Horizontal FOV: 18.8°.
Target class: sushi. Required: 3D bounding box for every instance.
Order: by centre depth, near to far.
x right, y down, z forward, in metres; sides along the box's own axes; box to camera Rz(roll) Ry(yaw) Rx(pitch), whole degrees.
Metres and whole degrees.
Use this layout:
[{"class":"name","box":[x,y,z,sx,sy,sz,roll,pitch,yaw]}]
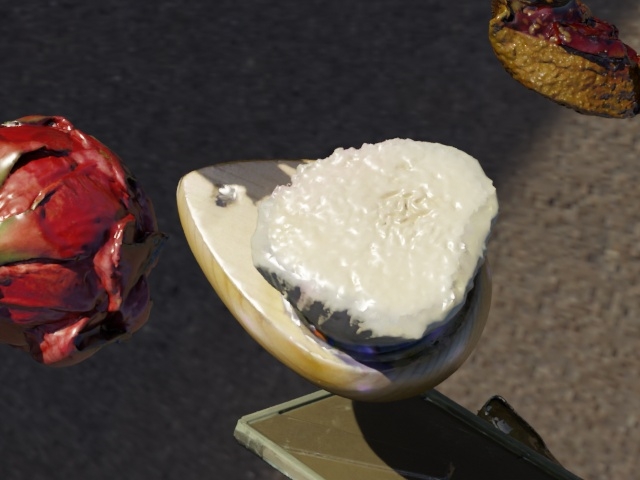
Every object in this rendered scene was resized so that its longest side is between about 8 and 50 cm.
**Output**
[{"class":"sushi","box":[0.122,-0.092,0.928,0.099,0.050,0.047,17,123,-15]}]

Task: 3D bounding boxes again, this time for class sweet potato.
[{"class":"sweet potato","box":[0.269,0.289,2.148,0.112,0.286,0.085,-28,148,-35]}]

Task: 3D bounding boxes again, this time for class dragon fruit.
[{"class":"dragon fruit","box":[-0.261,0.013,1.676,0.293,0.234,0.233,-44,117,-54]}]

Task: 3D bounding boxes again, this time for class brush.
[{"class":"brush","box":[0.000,0.000,1.427,0.267,0.166,0.174,24,70,17]}]

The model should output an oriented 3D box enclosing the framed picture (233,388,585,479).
[{"class":"framed picture","box":[0.079,0.182,1.595,0.189,0.260,0.023,-18,123,-38]}]
